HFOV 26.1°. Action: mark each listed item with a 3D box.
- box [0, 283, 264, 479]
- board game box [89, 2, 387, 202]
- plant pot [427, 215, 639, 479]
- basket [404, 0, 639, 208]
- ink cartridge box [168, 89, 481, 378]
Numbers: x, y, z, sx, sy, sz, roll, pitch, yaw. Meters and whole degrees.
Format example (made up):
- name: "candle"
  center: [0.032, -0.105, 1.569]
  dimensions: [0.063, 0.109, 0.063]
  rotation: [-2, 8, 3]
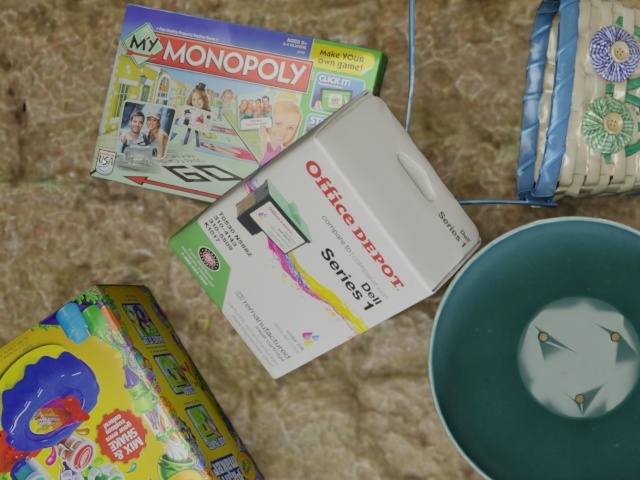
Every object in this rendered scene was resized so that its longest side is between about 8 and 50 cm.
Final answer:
- name: "box"
  center: [-0.271, 0.243, 1.575]
  dimensions: [0.290, 0.177, 0.279]
  rotation: [-34, 81, 9]
- name: "board game box"
  center: [-0.098, -0.145, 1.625]
  dimensions: [0.317, 0.046, 0.214]
  rotation: [12, 90, 13]
- name: "plant pot"
  center: [0.270, 0.126, 1.452]
  dimensions: [0.290, 0.195, 0.290]
  rotation: [-1, 87, 13]
- name: "basket"
  center: [0.231, -0.159, 1.474]
  dimensions: [0.289, 0.201, 0.255]
  rotation: [3, 87, 4]
- name: "ink cartridge box"
  center: [0.000, 0.000, 1.470]
  dimensions: [0.201, 0.117, 0.278]
  rotation: [53, 135, -5]
